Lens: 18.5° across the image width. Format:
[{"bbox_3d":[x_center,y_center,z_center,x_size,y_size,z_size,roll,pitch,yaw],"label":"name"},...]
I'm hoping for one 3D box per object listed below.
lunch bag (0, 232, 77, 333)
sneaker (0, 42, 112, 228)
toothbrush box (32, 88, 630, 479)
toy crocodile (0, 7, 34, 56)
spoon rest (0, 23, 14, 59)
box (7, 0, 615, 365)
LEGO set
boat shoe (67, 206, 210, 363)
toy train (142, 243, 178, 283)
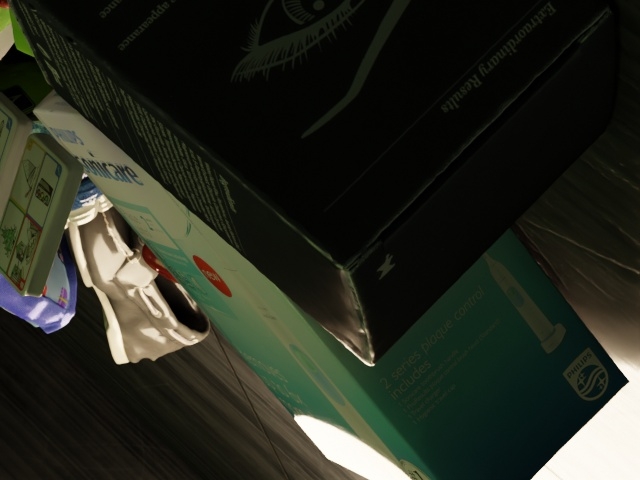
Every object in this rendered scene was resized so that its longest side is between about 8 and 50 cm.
[{"bbox_3d":[-0.320,-0.051,1.667,0.221,0.138,0.293,37,-166,-43],"label":"lunch bag"},{"bbox_3d":[-0.269,-0.160,1.534,0.330,0.130,0.147,41,149,24],"label":"sneaker"},{"bbox_3d":[0.000,0.000,1.101,0.295,0.126,0.216,52,166,-19],"label":"toothbrush box"},{"bbox_3d":[-0.265,-0.217,1.304,0.340,0.115,0.105,38,163,23],"label":"toy crocodile"},{"bbox_3d":[-0.288,-0.238,1.439,0.276,0.084,0.137,54,171,29],"label":"spoon rest"},{"bbox_3d":[-0.004,-0.078,0.813,0.207,0.153,0.108,42,167,21],"label":"box"},{"bbox_3d":[-0.142,-0.113,1.067,0.060,0.244,0.182,9,-162,-36],"label":"LEGO set"},{"bbox_3d":[-0.166,0.013,1.791,0.335,0.095,0.112,82,178,-63],"label":"boat shoe"},{"bbox_3d":[-0.039,0.007,1.334,0.143,0.105,0.248,36,170,-16],"label":"toy train"}]
